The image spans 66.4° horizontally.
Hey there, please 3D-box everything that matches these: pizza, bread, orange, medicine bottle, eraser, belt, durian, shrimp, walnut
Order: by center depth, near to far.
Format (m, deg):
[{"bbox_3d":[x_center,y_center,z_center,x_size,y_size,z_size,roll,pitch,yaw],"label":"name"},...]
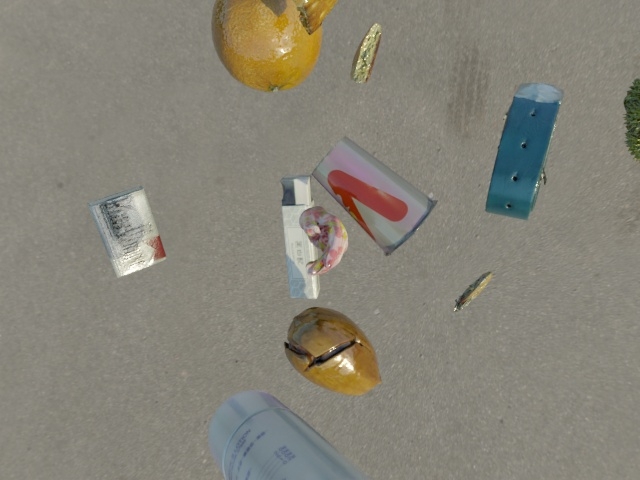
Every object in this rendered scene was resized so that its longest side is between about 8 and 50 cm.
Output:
[{"bbox_3d":[-0.048,0.297,0.627,0.131,0.341,0.130,-3,96,-30],"label":"medicine bottle"},{"bbox_3d":[-0.005,-0.437,0.885,0.041,0.131,0.178,38,64,3],"label":"pizza"},{"bbox_3d":[-0.119,-0.467,1.108,0.265,0.264,0.263,-1,84,13],"label":"orange"},{"bbox_3d":[0.114,-0.457,1.184,0.054,0.154,0.135,18,121,-3],"label":"bread"},{"bbox_3d":[0.052,0.317,1.351,0.336,0.209,0.208,35,93,-22],"label":"walnut"},{"bbox_3d":[0.978,-0.346,1.353,0.225,0.291,0.290,-6,81,54],"label":"durian"},{"bbox_3d":[0.665,-0.288,1.595,0.173,0.300,0.435,11,94,21],"label":"belt"},{"bbox_3d":[-0.065,-0.009,1.607,0.097,0.098,0.403,-2,107,10],"label":"eraser"},{"bbox_3d":[0.506,0.171,1.634,0.042,0.101,0.190,45,121,18],"label":"shrimp"}]

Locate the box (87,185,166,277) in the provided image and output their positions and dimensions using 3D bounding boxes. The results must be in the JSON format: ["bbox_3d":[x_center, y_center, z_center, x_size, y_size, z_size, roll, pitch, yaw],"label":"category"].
[{"bbox_3d":[-0.414,-0.019,1.056,0.036,0.115,0.177,30,136,49],"label":"box"}]

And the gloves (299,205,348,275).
[{"bbox_3d":[0.012,-0.001,1.196,0.126,0.241,0.145,-7,119,-15],"label":"gloves"}]

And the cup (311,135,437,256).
[{"bbox_3d":[0.127,-0.123,1.261,0.288,0.203,0.203,42,95,-2],"label":"cup"}]
